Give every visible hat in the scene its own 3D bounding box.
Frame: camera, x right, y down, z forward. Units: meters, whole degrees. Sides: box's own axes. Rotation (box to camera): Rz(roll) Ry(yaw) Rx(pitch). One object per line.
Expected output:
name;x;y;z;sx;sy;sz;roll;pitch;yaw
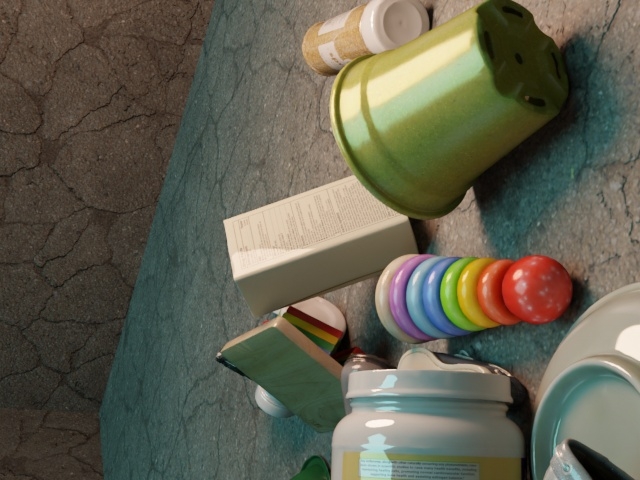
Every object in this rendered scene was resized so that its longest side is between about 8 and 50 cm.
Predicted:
hat;-0.093;0.525;1.714;0.173;0.183;0.209;162;115;-64

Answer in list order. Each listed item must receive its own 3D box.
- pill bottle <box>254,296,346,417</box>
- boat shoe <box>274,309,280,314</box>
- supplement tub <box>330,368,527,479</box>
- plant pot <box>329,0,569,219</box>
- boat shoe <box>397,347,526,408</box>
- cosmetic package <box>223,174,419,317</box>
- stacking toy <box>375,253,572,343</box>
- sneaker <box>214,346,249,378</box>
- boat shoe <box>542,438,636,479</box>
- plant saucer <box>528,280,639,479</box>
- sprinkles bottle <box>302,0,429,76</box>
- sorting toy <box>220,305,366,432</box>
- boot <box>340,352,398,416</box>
pill bottle;-0.051;0.241;1.776;0.136;0.136;0.246;-111;37;-50
boat shoe;-0.077;0.123;1.960;0.258;0.095;0.084;13;90;57
supplement tub;0.130;0.331;1.058;0.241;0.241;0.332;156;119;-63
plant pot;0.198;-0.201;1.241;0.254;0.276;0.276;-29;55;48
boat shoe;0.198;0.207;1.282;0.254;0.079;0.095;-13;68;63
cosmetic package;0.000;0.000;1.523;0.160;0.309;0.113;-105;-5;-46
stacking toy;0.217;0.079;1.230;0.330;0.141;0.141;-10;73;61
sneaker;-0.144;0.241;1.903;0.108;0.100;0.271;-64;-18;3
boat shoe;0.332;0.293;0.756;0.320;0.118;0.103;29;117;35
plant saucer;0.329;0.236;0.940;0.400;0.100;0.401;-172;90;-67
sprinkles bottle;0.080;-0.400;1.720;0.355;0.121;0.121;-169;87;-68
sorting toy;-0.019;0.225;1.579;0.089;0.255;0.257;-56;12;-30
boot;0.063;0.352;1.245;0.118;0.222;0.338;-5;108;38
